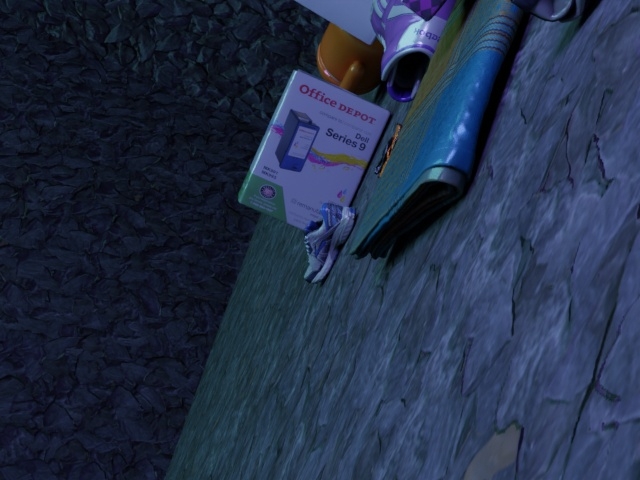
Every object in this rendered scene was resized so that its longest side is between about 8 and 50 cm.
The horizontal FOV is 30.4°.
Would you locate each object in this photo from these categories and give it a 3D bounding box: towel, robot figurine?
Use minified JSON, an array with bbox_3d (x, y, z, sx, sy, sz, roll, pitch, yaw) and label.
[{"bbox_3d":[0.143,-0.170,1.167,0.370,0.040,0.271,-67,7,-20],"label":"towel"},{"bbox_3d":[0.068,-0.324,1.933,0.158,0.128,0.219,67,155,17],"label":"robot figurine"}]

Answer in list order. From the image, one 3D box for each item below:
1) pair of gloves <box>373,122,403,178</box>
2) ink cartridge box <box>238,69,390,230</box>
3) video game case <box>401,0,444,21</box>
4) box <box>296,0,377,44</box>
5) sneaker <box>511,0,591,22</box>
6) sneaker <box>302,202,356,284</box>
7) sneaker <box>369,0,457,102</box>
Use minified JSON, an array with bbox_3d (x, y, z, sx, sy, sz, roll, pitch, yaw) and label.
[{"bbox_3d":[0.089,-0.116,1.528,0.083,0.010,0.074,-99,33,-80],"label":"pair of gloves"},{"bbox_3d":[-0.010,-0.126,1.727,0.093,0.154,0.212,-113,47,-81],"label":"ink cartridge box"},{"bbox_3d":[0.181,-0.350,1.207,0.232,0.042,0.210,-52,3,31],"label":"video game case"},{"bbox_3d":[0.098,-0.469,1.746,0.215,0.168,0.345,-60,-3,34],"label":"box"},{"bbox_3d":[0.175,-0.241,0.920,0.163,0.086,0.226,-65,7,-9],"label":"sneaker"},{"bbox_3d":[0.000,0.000,1.625,0.052,0.058,0.135,-76,11,-58],"label":"sneaker"},{"bbox_3d":[0.104,-0.249,1.502,0.282,0.102,0.161,152,137,-81],"label":"sneaker"}]
